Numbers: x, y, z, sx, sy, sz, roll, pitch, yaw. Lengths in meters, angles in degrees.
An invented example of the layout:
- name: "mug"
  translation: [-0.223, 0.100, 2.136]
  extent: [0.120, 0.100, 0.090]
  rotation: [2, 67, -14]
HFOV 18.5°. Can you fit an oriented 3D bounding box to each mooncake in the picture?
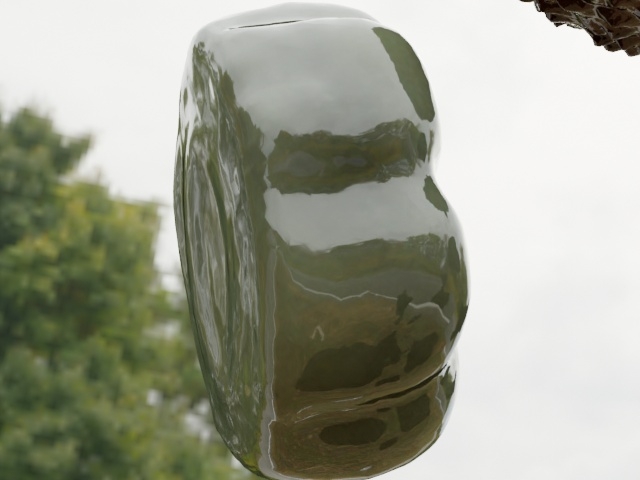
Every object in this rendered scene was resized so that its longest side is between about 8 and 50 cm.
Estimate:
- name: "mooncake"
  translation: [0.000, 0.000, 1.076]
  extent: [0.135, 0.275, 0.275]
  rotation: [-8, -18, -10]

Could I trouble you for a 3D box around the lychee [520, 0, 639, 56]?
- name: "lychee"
  translation: [0.203, -0.232, 1.097]
  extent: [0.300, 0.264, 0.264]
  rotation: [23, -19, 6]
